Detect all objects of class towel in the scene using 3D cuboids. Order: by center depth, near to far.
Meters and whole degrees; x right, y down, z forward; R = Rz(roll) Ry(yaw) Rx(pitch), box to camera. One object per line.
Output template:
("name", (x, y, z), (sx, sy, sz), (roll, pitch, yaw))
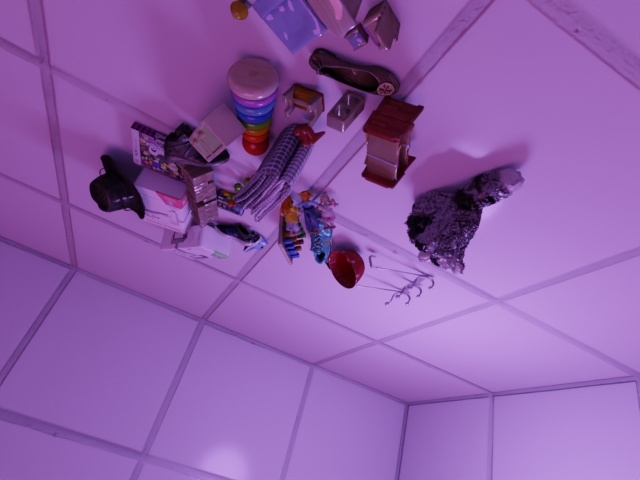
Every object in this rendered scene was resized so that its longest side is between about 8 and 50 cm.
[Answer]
("towel", (-0.155, -0.224, 1.349), (0.121, 0.235, 0.284), (34, 144, -18))

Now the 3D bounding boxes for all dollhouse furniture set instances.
("dollhouse furniture set", (-0.032, -0.479, 0.927), (0.303, 0.198, 0.286), (-13, 137, 39))
("dollhouse furniture set", (0.090, -0.326, 1.195), (0.374, 0.152, 0.201), (26, 152, 18))

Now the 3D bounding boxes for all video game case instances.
("video game case", (-0.605, -0.328, 1.579), (0.232, 0.042, 0.210), (23, 148, -9))

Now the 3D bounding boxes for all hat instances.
("hat", (-0.868, -0.190, 1.705), (0.331, 0.134, 0.331), (34, 147, 26))

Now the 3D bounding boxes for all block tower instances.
("block tower", (-0.480, -0.188, 1.660), (0.091, 0.097, 0.335), (52, 153, 19))

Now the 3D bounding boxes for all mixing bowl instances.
("mixing bowl", (0.132, 0.112, 1.825), (0.181, 0.098, 0.181), (36, 139, 40))

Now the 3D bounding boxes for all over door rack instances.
("over door rack", (0.321, 0.207, 1.892), (0.324, 0.108, 0.239), (20, 147, -10))

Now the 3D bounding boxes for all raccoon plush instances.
("raccoon plush", (0.507, -0.028, 1.381), (0.446, 0.216, 0.299), (-18, 142, 43))

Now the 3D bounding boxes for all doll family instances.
("doll family", (-0.066, -0.107, 1.564), (0.263, 0.118, 0.163), (-5, 105, 30))

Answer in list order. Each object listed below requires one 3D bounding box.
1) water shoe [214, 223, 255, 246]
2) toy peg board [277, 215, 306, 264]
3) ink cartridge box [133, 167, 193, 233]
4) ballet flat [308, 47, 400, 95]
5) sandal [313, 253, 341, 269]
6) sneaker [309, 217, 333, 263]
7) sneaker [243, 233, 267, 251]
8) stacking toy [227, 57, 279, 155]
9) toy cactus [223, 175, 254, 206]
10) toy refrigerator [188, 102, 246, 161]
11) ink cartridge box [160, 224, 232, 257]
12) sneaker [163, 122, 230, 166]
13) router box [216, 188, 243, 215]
("water shoe", (-0.393, -0.047, 1.907), (0.203, 0.073, 0.080), (24, 111, 7))
("toy peg board", (-0.116, -0.008, 1.745), (0.079, 0.160, 0.161), (-9, 142, 11))
("ink cartridge box", (-0.669, -0.168, 1.786), (0.207, 0.117, 0.283), (19, 148, -3))
("ballet flat", (0.087, -0.431, 1.077), (0.250, 0.058, 0.084), (20, 149, -5))
("sandal", (0.063, 0.110, 1.916), (0.219, 0.060, 0.090), (27, 148, -25))
("sneaker", (0.000, 0.000, 1.735), (0.107, 0.110, 0.275), (7, 146, 16))
("sneaker", (-0.313, 0.028, 1.974), (0.073, 0.063, 0.162), (32, 146, -29))
("stacking toy", (-0.195, -0.376, 1.245), (0.141, 0.141, 0.330), (16, 154, 2))
("toy cactus", (-0.273, -0.167, 1.633), (0.219, 0.112, 0.180), (-17, 145, 30))
("toy refrigerator", (-0.335, -0.330, 1.296), (0.102, 0.094, 0.269), (49, 161, -19))
("ink cartridge box", (-0.601, 0.013, 1.991), (0.273, 0.114, 0.198), (-4, 160, 30))
("sneaker", (-0.434, -0.334, 1.444), (0.228, 0.087, 0.130), (6, 129, -9))
("router box", (-0.378, -0.159, 1.736), (0.122, 0.038, 0.092), (21, 148, -6))
